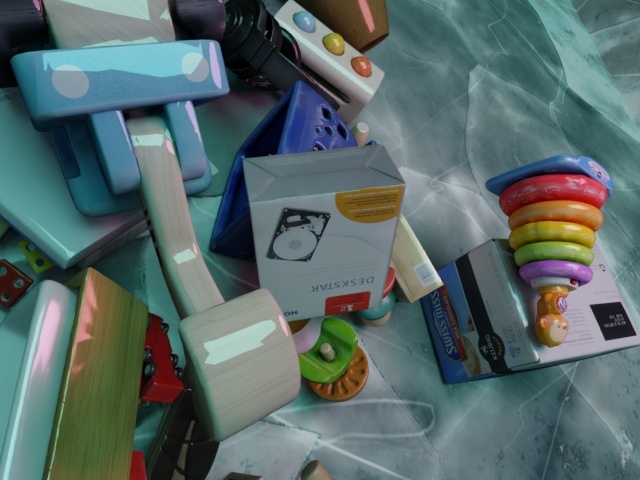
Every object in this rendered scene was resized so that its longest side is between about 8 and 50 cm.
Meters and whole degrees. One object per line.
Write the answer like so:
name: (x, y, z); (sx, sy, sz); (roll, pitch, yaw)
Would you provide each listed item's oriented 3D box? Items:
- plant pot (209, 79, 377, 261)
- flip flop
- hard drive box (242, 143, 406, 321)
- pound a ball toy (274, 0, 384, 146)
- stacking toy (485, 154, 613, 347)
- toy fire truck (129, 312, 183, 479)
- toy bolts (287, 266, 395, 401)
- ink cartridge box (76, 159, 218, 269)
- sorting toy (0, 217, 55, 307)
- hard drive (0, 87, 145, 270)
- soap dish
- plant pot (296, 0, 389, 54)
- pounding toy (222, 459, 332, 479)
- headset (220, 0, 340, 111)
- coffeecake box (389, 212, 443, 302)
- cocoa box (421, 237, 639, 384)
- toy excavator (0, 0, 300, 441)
plant pot: (-0.031, -0.083, 0.731); (0.212, 0.236, 0.235); (24, 56, -27)
flip flop: (-0.161, 0.215, 0.586); (0.112, 0.080, 0.276); (32, 75, -31)
hard drive box: (0.000, 0.000, 0.563); (0.181, 0.232, 0.089); (-8, 46, -9)
pound a ball toy: (0.015, -0.379, 0.957); (0.319, 0.136, 0.208); (34, 54, -11)
stacking toy: (0.384, 0.025, 0.697); (0.175, 0.166, 0.301); (21, 69, -30)
toy fire truck: (-0.242, 0.199, 0.545); (0.047, 0.135, 0.192); (33, 11, -44)
toy bolts: (0.027, 0.140, 0.730); (0.218, 0.158, 0.228); (30, 67, 35)
ink cartridge box: (-0.360, -0.144, 0.665); (0.296, 0.066, 0.261); (48, 52, -2)
sorting toy: (-0.455, -0.037, 0.538); (0.275, 0.046, 0.132); (39, 86, -10)
hard drive: (-0.374, -0.131, 0.557); (0.319, 0.040, 0.210); (43, 39, -5)
soap dish: (-0.288, 0.199, 0.450); (0.118, 0.229, 0.290); (20, 56, -41)
plant pot: (0.065, -0.612, 1.069); (0.237, 0.237, 0.254); (-38, 104, -37)
pounding toy: (-0.081, 0.336, 0.517); (0.206, 0.181, 0.094); (-34, 86, -37)
headset: (-0.140, -0.351, 0.811); (0.394, 0.185, 0.243); (45, 15, 6)
coffeecake box: (0.150, 0.041, 0.796); (0.068, 0.185, 0.142); (-29, 82, 0)
cocoa box: (0.424, 0.148, 0.874); (0.347, 0.228, 0.231); (2, 64, -29)
toy excavator: (-0.182, -0.077, 0.455); (0.223, 0.433, 0.444); (-21, 111, -28)
